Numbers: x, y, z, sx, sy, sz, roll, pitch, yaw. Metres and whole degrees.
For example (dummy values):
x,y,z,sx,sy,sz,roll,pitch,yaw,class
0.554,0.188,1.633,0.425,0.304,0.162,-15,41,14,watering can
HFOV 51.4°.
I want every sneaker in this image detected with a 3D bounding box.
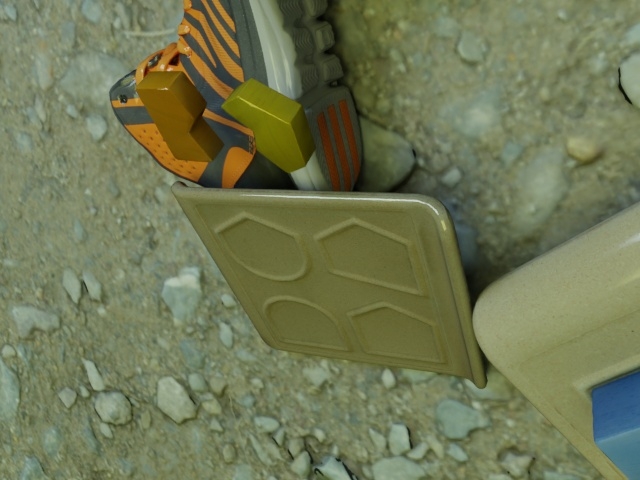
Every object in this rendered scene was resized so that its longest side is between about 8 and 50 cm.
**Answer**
x,y,z,sx,sy,sz,roll,pitch,yaw,class
-0.090,-0.168,0.498,0.180,0.125,0.320,-3,108,28,sneaker

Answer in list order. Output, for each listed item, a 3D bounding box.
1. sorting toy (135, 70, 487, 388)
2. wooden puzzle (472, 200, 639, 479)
x,y,z,sx,sy,sz,roll,pitch,yaw,class
0.000,0.000,0.499,0.229,0.041,0.307,7,141,28,sorting toy
0.310,0.107,0.379,0.348,0.080,0.322,48,126,-9,wooden puzzle
